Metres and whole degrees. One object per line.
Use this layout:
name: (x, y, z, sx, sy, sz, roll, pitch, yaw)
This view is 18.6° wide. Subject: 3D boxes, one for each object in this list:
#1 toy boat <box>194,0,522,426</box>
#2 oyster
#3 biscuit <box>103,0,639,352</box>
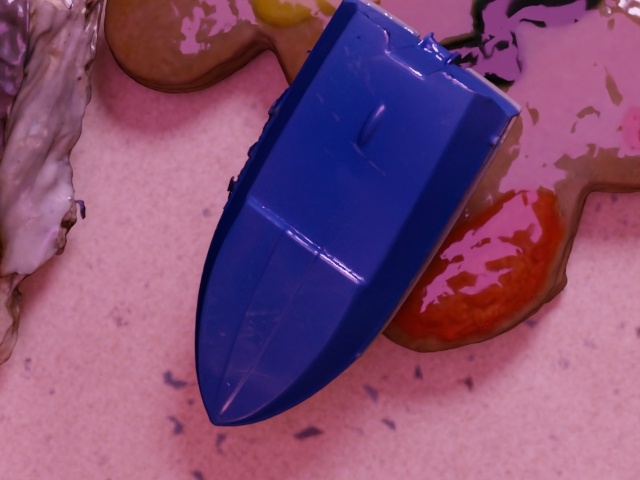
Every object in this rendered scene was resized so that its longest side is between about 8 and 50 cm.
toy boat: (0.000, 0.000, 1.201, 0.129, 0.088, 0.295, 36, 114, 13)
oyster: (-0.217, -0.091, 1.276, 0.166, 0.110, 0.341, 38, 114, 30)
biscuit: (0.065, -0.144, 1.252, 0.368, 0.076, 0.394, -36, 81, 7)
